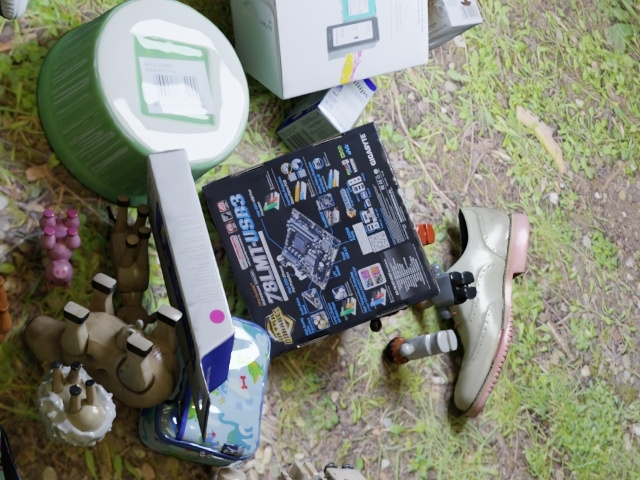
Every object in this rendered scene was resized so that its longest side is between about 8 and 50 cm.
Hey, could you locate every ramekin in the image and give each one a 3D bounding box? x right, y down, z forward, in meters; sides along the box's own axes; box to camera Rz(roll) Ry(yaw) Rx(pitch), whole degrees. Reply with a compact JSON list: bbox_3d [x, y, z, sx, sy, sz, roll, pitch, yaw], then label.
[{"bbox_3d":[-0.253,-0.215,1.666,0.303,0.148,0.303,14,67,-36],"label":"ramekin"}]

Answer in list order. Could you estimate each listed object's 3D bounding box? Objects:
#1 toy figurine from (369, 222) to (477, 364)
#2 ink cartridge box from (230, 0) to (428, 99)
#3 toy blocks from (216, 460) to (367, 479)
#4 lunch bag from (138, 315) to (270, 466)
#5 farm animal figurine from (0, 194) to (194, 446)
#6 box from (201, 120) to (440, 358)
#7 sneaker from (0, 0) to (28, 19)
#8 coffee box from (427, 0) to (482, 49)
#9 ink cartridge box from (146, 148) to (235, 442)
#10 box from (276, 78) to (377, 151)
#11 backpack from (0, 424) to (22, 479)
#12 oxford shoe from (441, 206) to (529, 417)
[{"bbox_3d":[0.145,0.096,1.906,0.209,0.148,0.213,44,50,-27],"label":"toy figurine"},{"bbox_3d":[0.010,-0.377,1.811,0.270,0.198,0.197,-17,122,-20],"label":"ink cartridge box"},{"bbox_3d":[-0.034,0.502,1.601,0.288,0.309,0.260,9,103,-26],"label":"toy blocks"},{"bbox_3d":[-0.170,0.214,1.633,0.176,0.090,0.219,22,61,-25],"label":"lunch bag"},{"bbox_3d":[-0.303,0.115,1.491,0.327,0.172,0.330,37,45,25],"label":"farm animal figurine"},{"bbox_3d":[0.000,0.000,1.746,0.293,0.073,0.295,-22,88,1],"label":"box"},{"bbox_3d":[-0.396,-0.419,1.650,0.153,0.094,0.235,12,58,-27],"label":"sneaker"},{"bbox_3d":[0.196,-0.505,2.144,0.098,0.141,0.246,-17,86,-41],"label":"coffee box"},{"bbox_3d":[-0.175,0.075,1.526,0.069,0.176,0.371,-9,64,-13],"label":"ink cartridge box"},{"bbox_3d":[0.010,-0.224,1.904,0.072,0.126,0.137,46,51,-17],"label":"box"},{"bbox_3d":[-0.442,0.318,1.352,0.158,0.117,0.173,-22,90,-42],"label":"backpack"},{"bbox_3d":[0.277,0.125,2.036,0.146,0.140,0.397,14,68,-2],"label":"oxford shoe"}]
